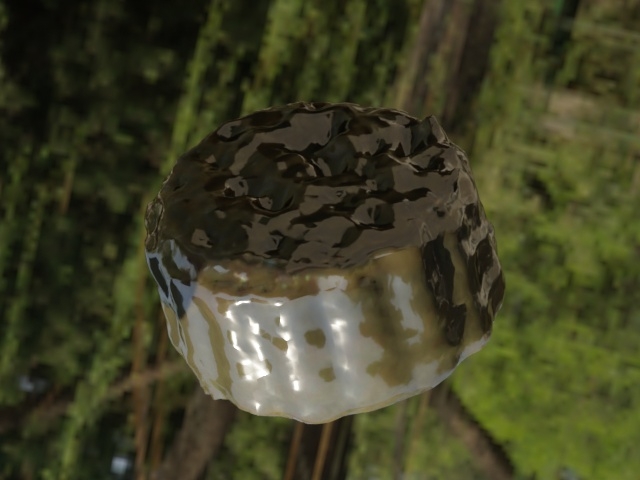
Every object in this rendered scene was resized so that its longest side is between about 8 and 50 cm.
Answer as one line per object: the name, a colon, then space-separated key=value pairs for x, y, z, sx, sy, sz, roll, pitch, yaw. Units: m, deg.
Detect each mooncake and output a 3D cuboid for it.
mooncake: x=0.000 y=0.000 z=1.190 sx=0.228 sy=0.124 sz=0.228 roll=-9 pitch=-142 yaw=7
